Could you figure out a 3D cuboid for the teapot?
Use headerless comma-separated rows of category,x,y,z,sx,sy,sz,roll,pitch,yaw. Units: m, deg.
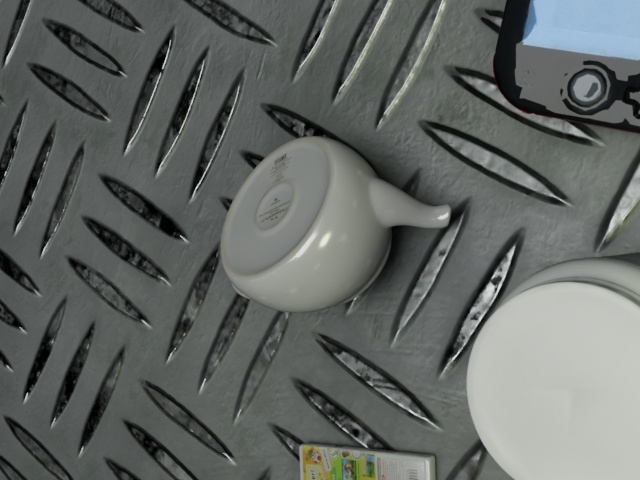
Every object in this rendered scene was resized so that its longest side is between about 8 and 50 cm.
teapot,0.000,0.000,1.222,0.252,0.187,0.256,-57,36,-1

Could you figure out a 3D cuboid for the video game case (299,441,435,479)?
video game case,0.066,0.402,1.271,0.206,0.026,0.227,-2,91,31

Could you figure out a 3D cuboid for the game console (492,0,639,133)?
game console,0.391,-0.314,1.041,0.342,0.060,0.386,16,100,31

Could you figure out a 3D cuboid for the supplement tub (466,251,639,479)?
supplement tub,0.304,0.132,0.945,0.235,0.325,0.235,1,92,32
